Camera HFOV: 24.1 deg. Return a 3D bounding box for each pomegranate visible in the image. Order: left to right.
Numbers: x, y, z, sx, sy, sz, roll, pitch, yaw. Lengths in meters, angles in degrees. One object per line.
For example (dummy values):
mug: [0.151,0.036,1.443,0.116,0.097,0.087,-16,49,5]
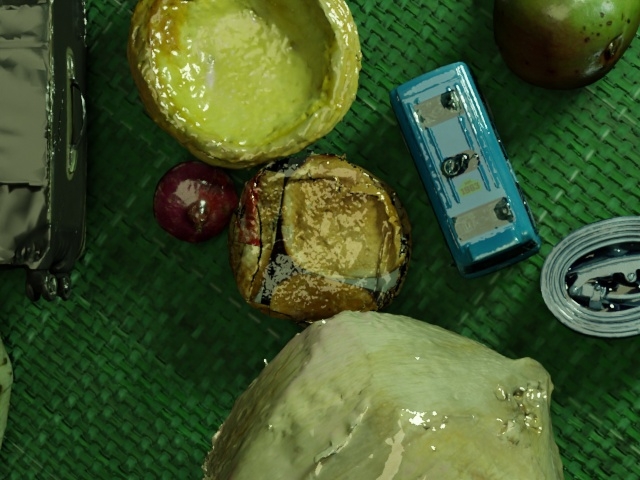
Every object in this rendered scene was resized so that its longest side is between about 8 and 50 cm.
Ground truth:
pomegranate: [0.272,-0.277,1.758,0.180,0.180,0.210,-43,54,5]

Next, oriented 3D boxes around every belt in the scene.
belt: [0.357,0.045,1.770,0.190,0.082,0.142,-13,84,9]

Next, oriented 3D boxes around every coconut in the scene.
coconut: [0.100,0.256,1.654,0.404,0.404,0.405,0,89,8]

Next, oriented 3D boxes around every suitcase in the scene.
suitcase: [-0.420,-0.141,1.832,0.283,0.194,0.434,-1,88,9]

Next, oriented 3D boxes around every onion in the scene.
onion: [-0.154,-0.046,1.841,0.107,0.097,0.107,-9,124,-13]

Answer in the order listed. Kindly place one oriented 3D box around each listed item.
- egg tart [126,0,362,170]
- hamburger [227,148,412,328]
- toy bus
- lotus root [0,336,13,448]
egg tart: [-0.092,-0.225,1.826,0.294,0.123,0.294,0,86,5]
hamburger: [0.000,0.000,1.806,0.230,0.107,0.231,1,96,7]
toy bus: [0.171,-0.082,1.775,0.113,0.134,0.246,-22,85,7]
lotus root: [-0.463,0.176,1.851,0.119,0.138,0.235,6,119,17]
